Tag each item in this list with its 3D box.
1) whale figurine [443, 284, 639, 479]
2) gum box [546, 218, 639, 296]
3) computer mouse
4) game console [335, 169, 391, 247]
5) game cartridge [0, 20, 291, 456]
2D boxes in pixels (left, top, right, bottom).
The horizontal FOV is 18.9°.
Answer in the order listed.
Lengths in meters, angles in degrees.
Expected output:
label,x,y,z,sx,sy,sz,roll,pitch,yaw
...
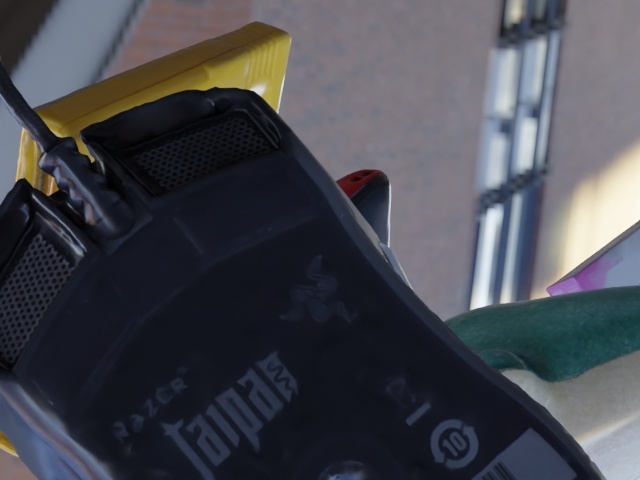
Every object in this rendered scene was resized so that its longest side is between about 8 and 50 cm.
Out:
label,x,y,z,sx,sy,sz,roll,pitch,yaw
whale figurine,0.145,0.074,1.018,0.216,0.272,0.141,16,-136,-41
gum box,0.276,0.023,1.419,0.188,0.107,0.062,-35,179,-17
computer mouse,0.000,0.000,0.442,0.262,0.184,0.060,45,168,-4
game console,-0.047,0.184,1.279,0.060,0.386,0.342,23,-139,29
game cartridge,-0.139,-0.009,1.548,0.052,0.285,0.323,23,-151,24
